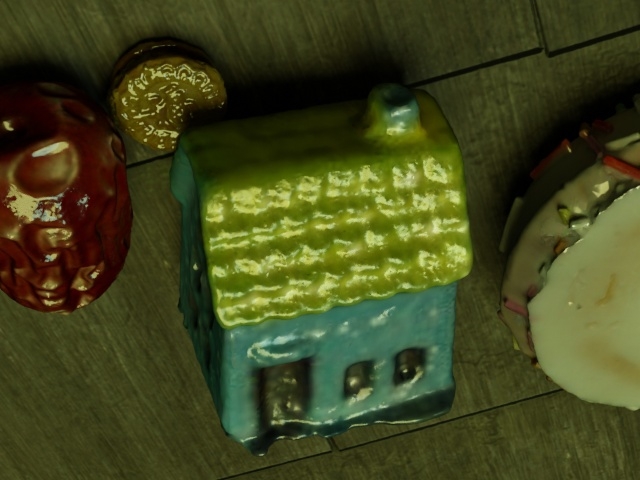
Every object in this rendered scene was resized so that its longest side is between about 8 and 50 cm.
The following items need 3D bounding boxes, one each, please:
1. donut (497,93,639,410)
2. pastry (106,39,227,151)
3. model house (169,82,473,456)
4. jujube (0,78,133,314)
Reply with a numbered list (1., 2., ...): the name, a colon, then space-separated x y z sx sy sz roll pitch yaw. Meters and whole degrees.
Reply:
1. donut: 0.349 0.006 1.292 0.383 0.142 0.382 -5 134 -5
2. pastry: -0.132 -0.125 1.154 0.109 0.057 0.097 -30 127 17
3. model house: 0.000 0.000 1.182 0.237 0.215 0.303 -10 131 -13
4. jujube: -0.241 -0.032 1.165 0.155 0.155 0.230 -3 146 -5
